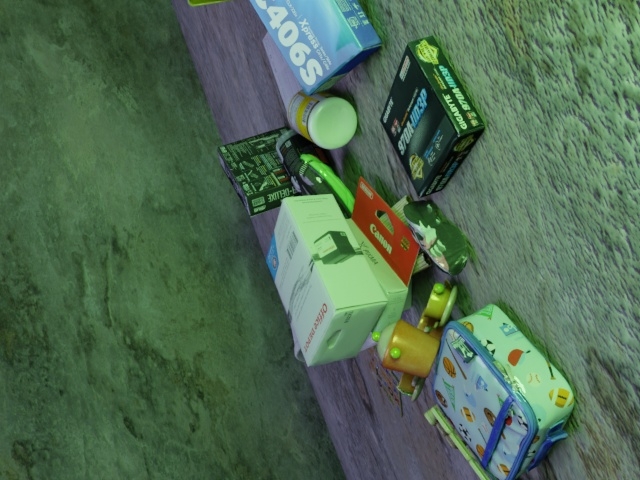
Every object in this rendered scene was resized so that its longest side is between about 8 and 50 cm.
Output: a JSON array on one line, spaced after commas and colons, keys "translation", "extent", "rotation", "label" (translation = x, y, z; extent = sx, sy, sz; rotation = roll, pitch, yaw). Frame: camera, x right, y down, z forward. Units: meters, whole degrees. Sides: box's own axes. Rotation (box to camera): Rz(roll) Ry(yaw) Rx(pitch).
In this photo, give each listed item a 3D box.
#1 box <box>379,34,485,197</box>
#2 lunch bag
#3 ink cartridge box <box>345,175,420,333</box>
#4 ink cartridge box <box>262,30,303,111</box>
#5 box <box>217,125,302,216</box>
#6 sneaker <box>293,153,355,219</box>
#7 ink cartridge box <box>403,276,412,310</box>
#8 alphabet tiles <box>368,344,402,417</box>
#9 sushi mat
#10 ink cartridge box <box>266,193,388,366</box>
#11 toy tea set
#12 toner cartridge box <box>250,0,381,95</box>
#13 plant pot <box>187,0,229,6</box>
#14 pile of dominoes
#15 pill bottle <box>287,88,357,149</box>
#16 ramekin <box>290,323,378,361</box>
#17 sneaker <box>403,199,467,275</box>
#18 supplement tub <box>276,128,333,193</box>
[{"translation": [0.175, -0.195, 0.989], "extent": [0.220, 0.051, 0.175], "rotation": [108, 140, -69], "label": "box"}, {"translation": [0.302, 0.269, 1.021], "extent": [0.243, 0.114, 0.304], "rotation": [56, 161, 38], "label": "lunch bag"}, {"translation": [0.103, 0.030, 1.307], "extent": [0.275, 0.060, 0.239], "rotation": [-126, 36, -46], "label": "ink cartridge box"}, {"translation": [-0.080, -0.470, 1.593], "extent": [0.224, 0.045, 0.224], "rotation": [180, 70, -74], "label": "ink cartridge box"}, {"translation": [-0.153, -0.218, 1.810], "extent": [0.307, 0.242, 0.077], "rotation": [-126, 21, -46], "label": "box"}, {"translation": [0.000, 0.000, 1.552], "extent": [0.185, 0.202, 0.483], "rotation": [47, 156, 46], "label": "sneaker"}, {"translation": [0.149, 0.078, 1.434], "extent": [0.180, 0.060, 0.104], "rotation": [-124, 21, -45], "label": "ink cartridge box"}, {"translation": [0.190, 0.388, 1.810], "extent": [0.198, 0.009, 0.237], "rotation": [-128, 23, -53], "label": "alphabet tiles"}, {"translation": [0.140, 0.030, 1.320], "extent": [0.316, 0.019, 0.152], "rotation": [136, 124, -61], "label": "sushi mat"}, {"translation": [0.001, 0.084, 1.316], "extent": [0.308, 0.128, 0.223], "rotation": [65, 149, 34], "label": "ink cartridge box"}, {"translation": [0.175, 0.207, 1.221], "extent": [0.124, 0.200, 0.336], "rotation": [20, 151, 13], "label": "toy tea set"}, {"translation": [-0.045, -0.467, 1.124], "extent": [0.165, 0.075, 0.348], "rotation": [-30, 93, 43], "label": "toner cartridge box"}, {"translation": [-0.276, -0.787, 1.618], "extent": [0.212, 0.212, 0.187], "rotation": [85, 172, -46], "label": "plant pot"}, {"translation": [0.300, 0.431, 1.160], "extent": [0.196, 0.040, 0.251], "rotation": [34, -164, -53], "label": "pile of dominoes"}, {"translation": [-0.006, -0.292, 1.406], "extent": [0.215, 0.117, 0.117], "rotation": [-134, 28, -59], "label": "pill bottle"}, {"translation": [0.049, 0.206, 1.576], "extent": [0.277, 0.277, 0.135], "rotation": [97, 158, -61], "label": "ramekin"}, {"translation": [0.216, 0.002, 1.103], "extent": [0.077, 0.071, 0.178], "rotation": [68, 180, -46], "label": "sneaker"}, {"translation": [-0.038, -0.207, 1.642], "extent": [0.117, 0.116, 0.191], "rotation": [95, 152, -59], "label": "supplement tub"}]
